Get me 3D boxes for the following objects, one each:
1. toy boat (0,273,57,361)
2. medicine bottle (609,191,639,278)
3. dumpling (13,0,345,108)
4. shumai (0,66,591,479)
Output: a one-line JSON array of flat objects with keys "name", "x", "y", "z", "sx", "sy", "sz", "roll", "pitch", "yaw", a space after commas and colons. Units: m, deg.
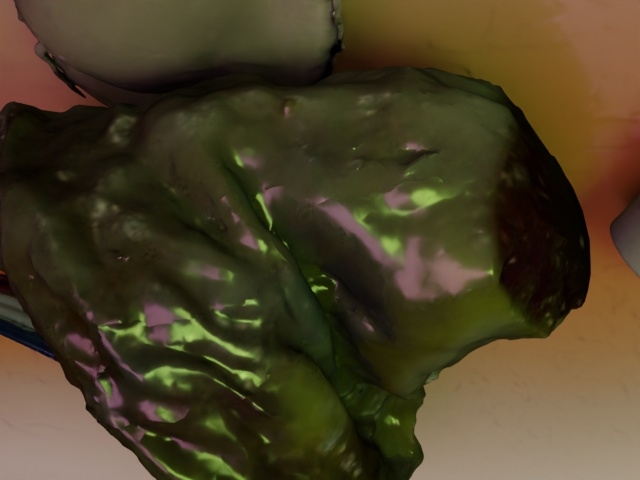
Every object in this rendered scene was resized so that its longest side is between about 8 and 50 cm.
[{"name": "toy boat", "x": -0.138, "y": 0.085, "z": 0.701, "sx": 0.228, "sy": 0.080, "sz": 0.046, "roll": 22, "pitch": 87, "yaw": 4}, {"name": "medicine bottle", "x": 0.221, "y": -0.029, "z": 0.515, "sx": 0.080, "sy": 0.080, "sz": 0.130, "roll": 38, "pitch": 122, "yaw": -5}, {"name": "dumpling", "x": -0.067, "y": -0.133, "z": 0.523, "sx": 0.172, "sy": 0.142, "sz": 0.247, "roll": 37, "pitch": 148, "yaw": -5}, {"name": "shumai", "x": 0.000, "y": 0.000, "z": 0.546, "sx": 0.263, "sy": 0.304, "sz": 0.309, "roll": -34, "pitch": 145, "yaw": 3}]
